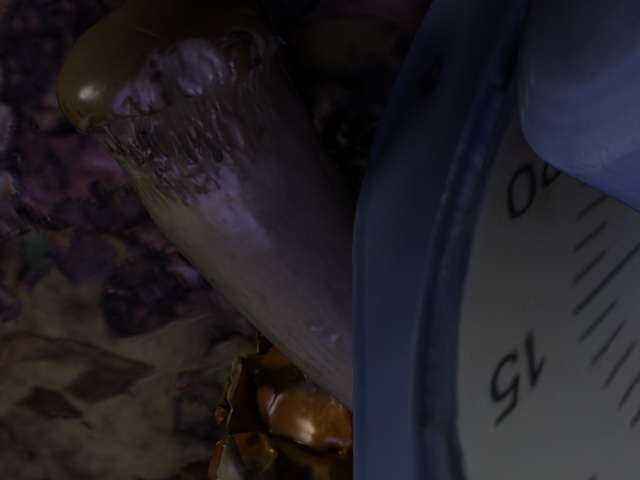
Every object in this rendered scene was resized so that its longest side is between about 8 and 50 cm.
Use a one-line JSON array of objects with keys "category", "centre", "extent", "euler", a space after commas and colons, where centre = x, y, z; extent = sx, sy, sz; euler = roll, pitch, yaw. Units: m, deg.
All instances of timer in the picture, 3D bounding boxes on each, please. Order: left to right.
[{"category": "timer", "centre": [0.140, -0.027, 0.375], "extent": [0.173, 0.395, 0.395], "euler": [26, 127, -20]}]

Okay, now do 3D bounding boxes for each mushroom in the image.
[{"category": "mushroom", "centre": [0.000, 0.000, 0.591], "extent": [0.071, 0.084, 0.209], "euler": [-36, 114, 11]}]

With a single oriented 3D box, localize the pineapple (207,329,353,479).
[{"category": "pineapple", "centre": [0.005, 0.144, 0.678], "extent": [0.114, 0.236, 0.186], "euler": [7, 169, 6]}]
